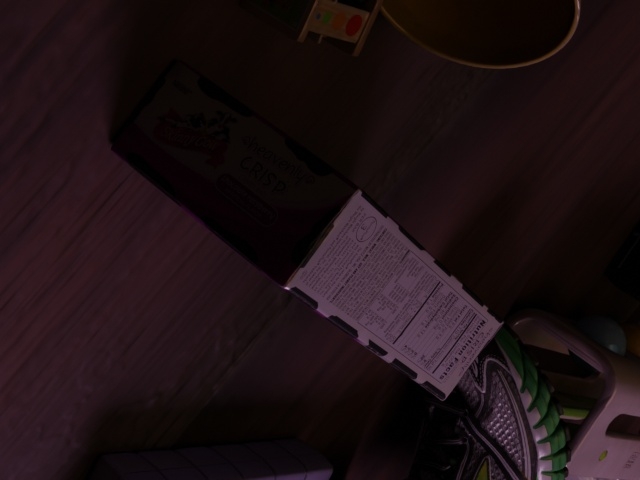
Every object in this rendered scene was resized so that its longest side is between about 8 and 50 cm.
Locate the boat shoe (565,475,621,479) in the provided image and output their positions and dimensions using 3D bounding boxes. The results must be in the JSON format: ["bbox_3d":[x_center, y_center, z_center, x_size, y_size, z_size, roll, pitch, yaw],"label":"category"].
[{"bbox_3d":[0.327,0.294,1.523,0.063,0.066,0.184,-35,115,-9],"label":"boat shoe"}]

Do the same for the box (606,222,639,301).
[{"bbox_3d":[0.392,0.007,1.311,0.180,0.147,0.077,-55,146,3],"label":"box"}]

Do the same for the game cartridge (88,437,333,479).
[{"bbox_3d":[-0.142,0.315,1.026,0.230,0.068,0.355,2,118,-55],"label":"game cartridge"}]

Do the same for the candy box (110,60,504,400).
[{"bbox_3d":[0.000,0.000,0.829,0.071,0.159,0.233,-52,147,-1],"label":"candy box"}]

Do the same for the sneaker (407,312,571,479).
[{"bbox_3d":[0.123,0.211,1.142,0.146,0.134,0.343,-12,108,-19],"label":"sneaker"}]

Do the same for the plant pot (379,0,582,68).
[{"bbox_3d":[0.105,-0.187,0.839,0.134,0.134,0.095,66,39,-52],"label":"plant pot"}]

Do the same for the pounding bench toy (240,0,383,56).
[{"bbox_3d":[0.006,-0.159,0.793,0.065,0.052,0.083,4,116,-51],"label":"pounding bench toy"}]

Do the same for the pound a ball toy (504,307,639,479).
[{"bbox_3d":[0.315,0.164,1.302,0.319,0.208,0.135,16,106,-53],"label":"pound a ball toy"}]

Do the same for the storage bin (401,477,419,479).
[{"bbox_3d":[0.022,0.260,1.109,0.091,0.098,0.135,-1,157,-38],"label":"storage bin"}]
